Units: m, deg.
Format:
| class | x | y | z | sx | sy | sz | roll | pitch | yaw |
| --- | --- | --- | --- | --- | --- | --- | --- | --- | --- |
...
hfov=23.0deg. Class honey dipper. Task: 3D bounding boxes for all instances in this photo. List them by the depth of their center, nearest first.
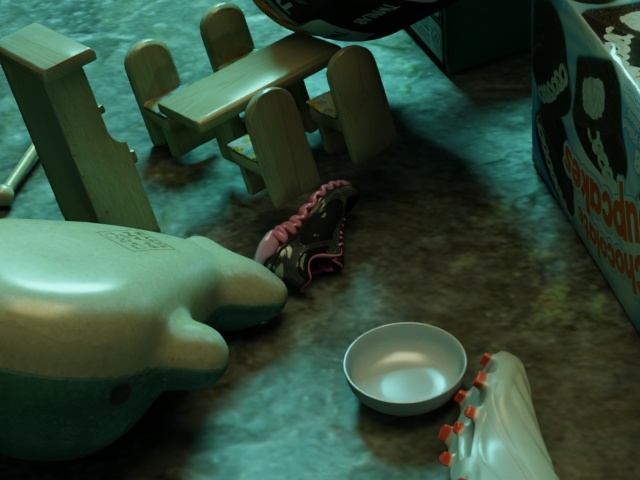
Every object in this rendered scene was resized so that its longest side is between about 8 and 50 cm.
| class | x | y | z | sx | sy | sz | roll | pitch | yaw |
| --- | --- | --- | --- | --- | --- | --- | --- | --- | --- |
| honey dipper | -0.242 | -0.081 | 1.342 | 0.031 | 0.030 | 0.160 | 6 | 42 | 16 |

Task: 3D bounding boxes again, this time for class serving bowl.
| class | x | y | z | sx | sy | sz | roll | pitch | yaw |
| --- | --- | --- | --- | --- | --- | --- | --- | --- | --- |
| serving bowl | 0.058 | 0.091 | 1.062 | 0.083 | 0.027 | 0.083 | -4 | 36 | 3 |

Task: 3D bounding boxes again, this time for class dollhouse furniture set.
| class | x | y | z | sx | sy | sz | roll | pitch | yaw |
| --- | --- | --- | --- | --- | --- | --- | --- | --- | --- |
| dollhouse furniture set | -0.104 | -0.123 | 1.231 | 0.242 | 0.161 | 0.212 | -30 | 30 | -21 |

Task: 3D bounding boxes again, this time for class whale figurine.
| class | x | y | z | sx | sy | sz | roll | pitch | yaw |
| --- | --- | --- | --- | --- | --- | --- | --- | --- | --- |
| whale figurine | -0.147 | 0.065 | 1.068 | 0.216 | 0.141 | 0.272 | 24 | 21 | 33 |

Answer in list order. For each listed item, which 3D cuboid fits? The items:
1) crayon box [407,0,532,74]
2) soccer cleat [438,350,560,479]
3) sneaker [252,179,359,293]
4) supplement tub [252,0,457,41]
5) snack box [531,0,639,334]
| class | x | y | z | sx | sy | sz | roll | pitch | yaw |
| --- | --- | --- | --- | --- | --- | --- | --- | --- | --- |
| crayon box | 0.190 | -0.328 | 1.542 | 0.313 | 0.106 | 0.363 | -17 | 39 | -12 |
| soccer cleat | 0.115 | 0.141 | 0.966 | 0.076 | 0.068 | 0.196 | 26 | 31 | -6 |
| sneaker | 0.000 | 0.000 | 1.192 | 0.057 | 0.047 | 0.119 | 35 | 49 | 14 |
| supplement tub | 0.053 | -0.268 | 1.236 | 0.194 | 0.193 | 0.316 | -24 | 3 | -23 |
| snack box | 0.224 | -0.055 | 1.106 | 0.060 | 0.187 | 0.322 | -11 | 36 | -7 |
